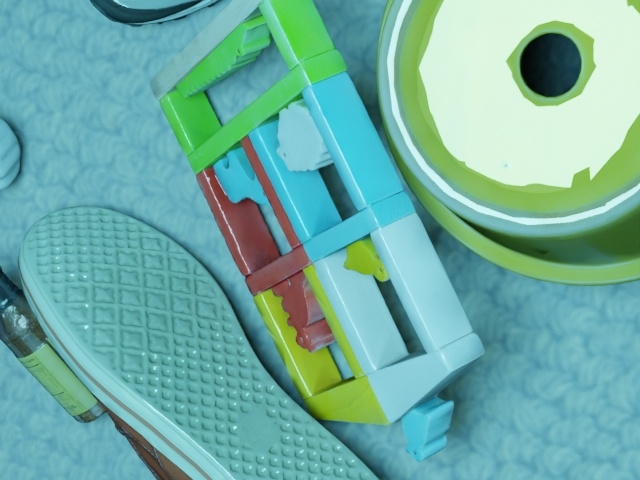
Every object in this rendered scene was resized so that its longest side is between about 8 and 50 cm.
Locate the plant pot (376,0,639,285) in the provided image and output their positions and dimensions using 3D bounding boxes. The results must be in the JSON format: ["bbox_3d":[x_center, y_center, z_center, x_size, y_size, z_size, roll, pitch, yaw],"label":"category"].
[{"bbox_3d":[0.140,-0.094,0.906,0.254,0.239,0.254,2,96,16],"label":"plant pot"}]

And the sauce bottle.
[{"bbox_3d":[-0.186,0.066,1.100,0.042,0.042,0.128,-30,112,18],"label":"sauce bottle"}]

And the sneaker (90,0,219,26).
[{"bbox_3d":[-0.048,-0.233,1.017,0.271,0.108,0.100,-36,87,18],"label":"sneaker"}]

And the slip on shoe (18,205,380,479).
[{"bbox_3d":[-0.084,0.112,1.067,0.331,0.123,0.101,46,140,13],"label":"slip on shoe"}]

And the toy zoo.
[{"bbox_3d":[0.000,0.000,1.003,0.293,0.030,0.192,64,152,1],"label":"toy zoo"}]

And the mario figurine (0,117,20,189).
[{"bbox_3d":[-0.333,-0.069,1.090,0.198,0.170,0.321,-33,84,17],"label":"mario figurine"}]
